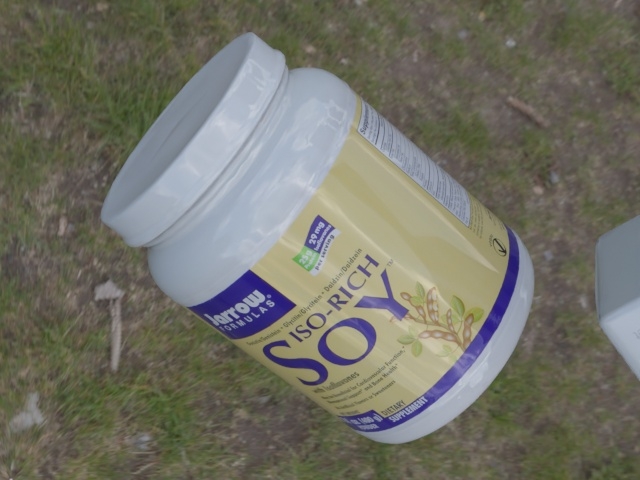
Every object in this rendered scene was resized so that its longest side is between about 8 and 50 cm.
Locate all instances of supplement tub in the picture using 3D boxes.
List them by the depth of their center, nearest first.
[{"bbox_3d":[0.000,0.000,0.909,0.331,0.241,0.241,38,69,-20],"label":"supplement tub"}]

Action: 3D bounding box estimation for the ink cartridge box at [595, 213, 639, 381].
[{"bbox_3d":[0.436,0.111,0.793,0.384,0.279,0.160,52,25,-11],"label":"ink cartridge box"}]
